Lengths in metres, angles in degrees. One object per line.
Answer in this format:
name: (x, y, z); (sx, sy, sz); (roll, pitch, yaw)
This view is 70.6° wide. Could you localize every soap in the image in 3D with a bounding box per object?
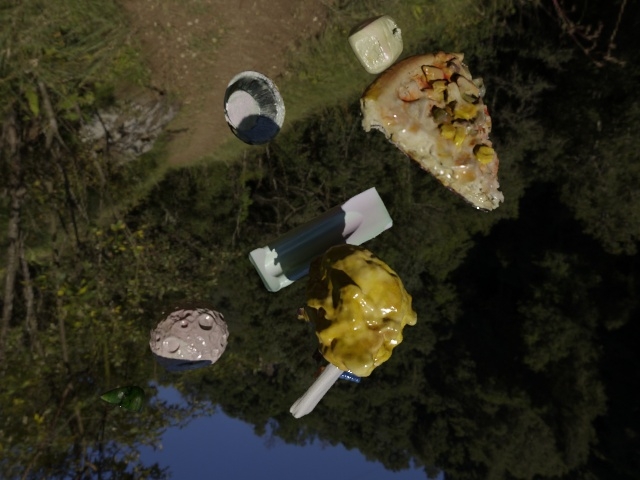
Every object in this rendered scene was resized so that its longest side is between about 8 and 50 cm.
soap: (0.000, 0.000, 1.137); (0.347, 0.114, 0.208); (-29, -179, -11)

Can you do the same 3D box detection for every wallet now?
wallet: (0.000, 0.346, 1.073); (0.033, 0.190, 0.095); (44, -170, 25)

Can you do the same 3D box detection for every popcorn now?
popcorn: (0.059, 0.112, 0.814); (0.192, 0.190, 0.253); (-27, -131, -12)

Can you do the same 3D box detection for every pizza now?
pizza: (0.144, -0.117, 0.492); (0.185, 0.195, 0.052); (-34, -178, -28)

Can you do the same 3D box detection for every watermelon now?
watermelon: (-0.633, 0.520, 1.504); (0.092, 0.075, 0.181); (9, 153, 21)

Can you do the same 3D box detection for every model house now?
model house: (0.099, 0.415, 1.766); (0.252, 0.294, 0.329); (23, -150, -9)

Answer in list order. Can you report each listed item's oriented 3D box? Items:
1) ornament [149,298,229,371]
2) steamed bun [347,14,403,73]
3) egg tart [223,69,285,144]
ornament: (-0.444, 0.313, 1.529); (0.260, 0.224, 0.259); (-11, 155, -5)
steamed bun: (0.194, -0.645, 1.460); (0.153, 0.169, 0.238); (-24, -161, 31)
egg tart: (-0.221, -0.415, 1.427); (0.234, 0.233, 0.094); (5, -158, 28)
